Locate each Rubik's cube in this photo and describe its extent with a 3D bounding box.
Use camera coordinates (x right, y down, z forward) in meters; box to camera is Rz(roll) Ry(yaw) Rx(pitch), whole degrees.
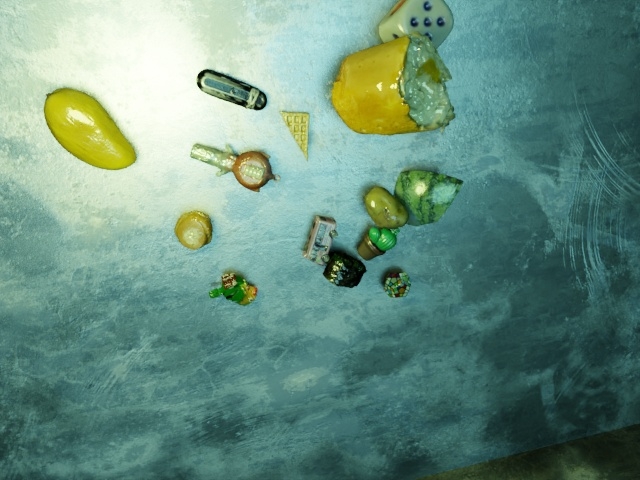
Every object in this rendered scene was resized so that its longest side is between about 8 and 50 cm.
[{"bbox_3d":[0.351,0.201,2.163,0.112,0.133,0.133,-33,118,-24],"label":"Rubik's cube"}]

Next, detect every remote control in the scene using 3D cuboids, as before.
[{"bbox_3d":[-0.318,-0.540,1.722,0.266,0.066,0.090,16,113,-18],"label":"remote control"}]

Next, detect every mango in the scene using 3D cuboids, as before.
[{"bbox_3d":[-0.810,-0.373,1.650,0.195,0.142,0.332,-28,119,6],"label":"mango"}]

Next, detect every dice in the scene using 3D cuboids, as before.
[{"bbox_3d":[0.337,-0.759,1.685,0.192,0.193,0.194,38,89,-21],"label":"dice"}]

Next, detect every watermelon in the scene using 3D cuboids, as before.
[{"bbox_3d":[0.432,-0.176,2.000,0.176,0.256,0.260,8,110,-63],"label":"watermelon"}]

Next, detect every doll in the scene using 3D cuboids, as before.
[{"bbox_3d":[-0.358,0.218,2.021,0.186,0.106,0.134,29,110,-38],"label":"doll"}]

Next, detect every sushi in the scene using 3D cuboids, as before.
[{"bbox_3d":[0.111,0.127,2.037,0.225,0.124,0.127,13,109,-59],"label":"sushi"}]

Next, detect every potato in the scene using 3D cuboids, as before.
[{"bbox_3d":[0.272,-0.130,1.970,0.200,0.154,0.137,42,70,3],"label":"potato"}]

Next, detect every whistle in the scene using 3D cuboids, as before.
[{"bbox_3d":[-0.318,-0.288,1.805,0.346,0.134,0.142,17,118,-10],"label":"whistle"}]

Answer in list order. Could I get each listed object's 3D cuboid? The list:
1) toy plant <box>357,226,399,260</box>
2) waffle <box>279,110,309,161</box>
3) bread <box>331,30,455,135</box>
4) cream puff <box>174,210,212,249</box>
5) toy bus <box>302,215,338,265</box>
[{"bbox_3d":[0.249,0.001,2.053,0.143,0.105,0.200,35,112,-30],"label":"toy plant"},{"bbox_3d":[-0.104,-0.401,1.847,0.125,0.032,0.191,0,112,-14],"label":"waffle"},{"bbox_3d":[0.241,-0.501,1.694,0.361,0.394,0.250,41,59,-42],"label":"bread"},{"bbox_3d":[-0.493,-0.044,1.874,0.150,0.115,0.165,35,112,-16],"label":"cream puff"},{"bbox_3d":[0.000,0.000,2.010,0.108,0.096,0.199,14,107,-13],"label":"toy bus"}]
